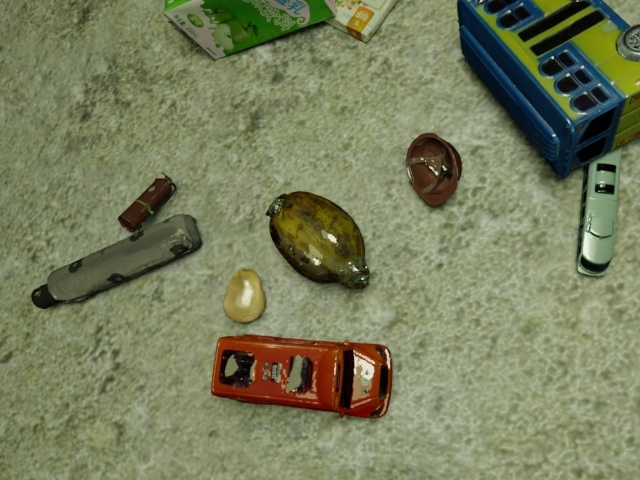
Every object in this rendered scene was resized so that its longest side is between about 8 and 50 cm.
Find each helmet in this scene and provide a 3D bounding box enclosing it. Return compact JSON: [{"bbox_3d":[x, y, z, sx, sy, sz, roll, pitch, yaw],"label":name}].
[{"bbox_3d":[0.186,-0.111,0.818,0.089,0.057,0.111,-33,72,45],"label":"helmet"}]

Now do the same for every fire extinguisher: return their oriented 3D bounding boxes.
[{"bbox_3d":[-0.302,-0.072,0.942,0.056,0.039,0.132,20,53,19],"label":"fire extinguisher"}]

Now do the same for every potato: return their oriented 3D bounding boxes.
[{"bbox_3d":[-0.123,0.089,0.858,0.068,0.062,0.083,1,101,-12],"label":"potato"}]

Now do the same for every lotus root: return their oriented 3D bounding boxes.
[{"bbox_3d":[0.000,0.000,0.816,0.209,0.120,0.120,42,91,23],"label":"lotus root"}]

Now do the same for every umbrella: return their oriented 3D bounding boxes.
[{"bbox_3d":[-0.365,0.044,0.937,0.337,0.067,0.073,-22,61,11],"label":"umbrella"}]

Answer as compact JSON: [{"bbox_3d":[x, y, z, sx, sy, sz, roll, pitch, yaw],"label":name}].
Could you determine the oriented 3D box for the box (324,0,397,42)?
[{"bbox_3d":[0.098,-0.468,0.941,0.122,0.032,0.220,35,88,20],"label":"box"}]

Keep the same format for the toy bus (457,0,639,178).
[{"bbox_3d":[0.330,-0.253,0.746,0.175,0.138,0.288,-29,61,6],"label":"toy bus"}]

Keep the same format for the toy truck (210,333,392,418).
[{"bbox_3d":[-0.026,0.196,0.775,0.252,0.114,0.108,1,76,17],"label":"toy truck"}]

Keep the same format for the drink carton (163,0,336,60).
[{"bbox_3d":[-0.125,-0.433,0.913,0.271,0.161,0.108,-11,72,22],"label":"drink carton"}]

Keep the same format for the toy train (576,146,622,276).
[{"bbox_3d":[0.394,-0.052,0.749,0.043,0.047,0.208,8,78,12],"label":"toy train"}]
